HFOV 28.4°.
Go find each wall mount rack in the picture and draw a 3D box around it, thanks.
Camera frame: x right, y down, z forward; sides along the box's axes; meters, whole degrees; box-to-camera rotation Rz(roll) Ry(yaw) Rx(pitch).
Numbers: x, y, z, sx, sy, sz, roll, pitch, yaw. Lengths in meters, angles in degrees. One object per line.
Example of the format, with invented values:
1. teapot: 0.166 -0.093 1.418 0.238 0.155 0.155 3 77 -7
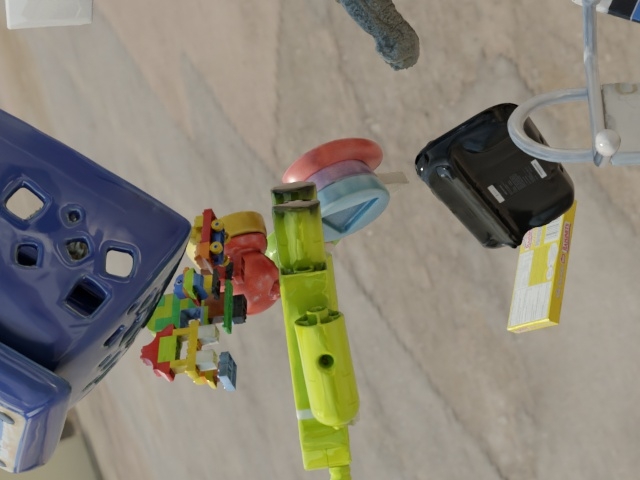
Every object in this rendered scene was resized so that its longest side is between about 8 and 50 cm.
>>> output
1. wall mount rack: 0.329 -0.119 1.043 0.304 0.350 0.130 -80 -16 -52

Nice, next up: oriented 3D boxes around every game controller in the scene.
1. game controller: 0.254 -0.085 1.786 0.067 0.166 0.319 57 -170 33

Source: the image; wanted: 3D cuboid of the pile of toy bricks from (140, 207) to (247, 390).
1. pile of toy bricks: -0.149 0.078 1.393 0.118 0.105 0.212 67 -161 -51

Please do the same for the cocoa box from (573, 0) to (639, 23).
1. cocoa box: 0.502 -0.479 1.971 0.347 0.228 0.231 -92 20 -67

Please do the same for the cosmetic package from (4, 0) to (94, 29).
1. cosmetic package: -0.160 -0.234 0.731 0.239 0.061 0.098 113 146 -61

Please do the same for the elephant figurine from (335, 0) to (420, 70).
1. elephant figurine: 0.015 -0.295 1.133 0.186 0.239 0.169 -54 43 22

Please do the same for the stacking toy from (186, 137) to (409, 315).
1. stacking toy: 0.000 0.000 1.824 0.279 0.309 0.130 12 -133 -58

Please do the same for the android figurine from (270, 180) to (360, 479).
1. android figurine: -0.003 0.089 1.127 0.248 0.056 0.272 -104 5 -78

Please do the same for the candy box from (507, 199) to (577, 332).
1. candy box: 0.345 0.039 1.967 0.105 0.027 0.205 -25 48 61

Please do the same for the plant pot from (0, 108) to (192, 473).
1. plant pot: -0.272 0.051 1.070 0.236 0.212 0.236 29 150 -2

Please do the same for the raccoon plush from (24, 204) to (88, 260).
1. raccoon plush: -0.465 0.085 1.373 0.216 0.299 0.446 -25 40 58
